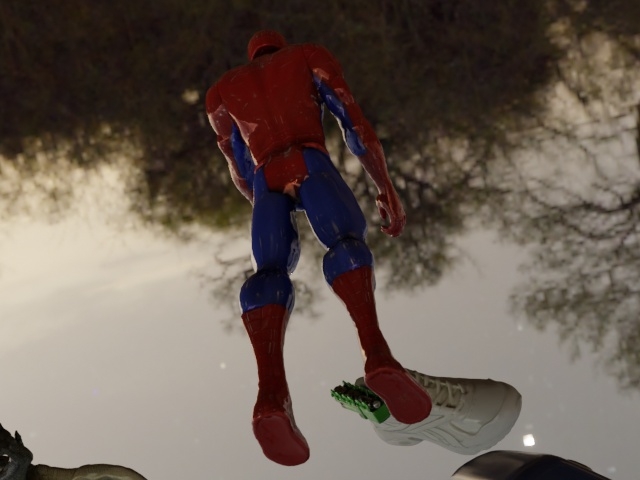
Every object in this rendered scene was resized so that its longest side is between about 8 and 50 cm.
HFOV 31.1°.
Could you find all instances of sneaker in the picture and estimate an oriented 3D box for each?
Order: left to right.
[{"bbox_3d":[0.131,0.199,1.398,0.232,0.115,0.090,-12,-131,39],"label":"sneaker"}]

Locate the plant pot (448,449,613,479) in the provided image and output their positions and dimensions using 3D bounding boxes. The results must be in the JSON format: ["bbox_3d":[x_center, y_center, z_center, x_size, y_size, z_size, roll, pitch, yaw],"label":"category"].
[{"bbox_3d":[0.164,0.266,0.759,0.236,0.212,0.236,24,170,1],"label":"plant pot"}]

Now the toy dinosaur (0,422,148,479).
[{"bbox_3d":[-0.227,0.175,0.843,0.268,0.118,0.064,-17,-148,32],"label":"toy dinosaur"}]

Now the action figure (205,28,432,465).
[{"bbox_3d":[0.000,0.000,0.615,0.091,0.139,0.280,-20,-132,9],"label":"action figure"}]

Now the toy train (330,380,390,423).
[{"bbox_3d":[0.030,0.123,0.874,0.017,0.024,0.083,-36,-169,-16],"label":"toy train"}]
